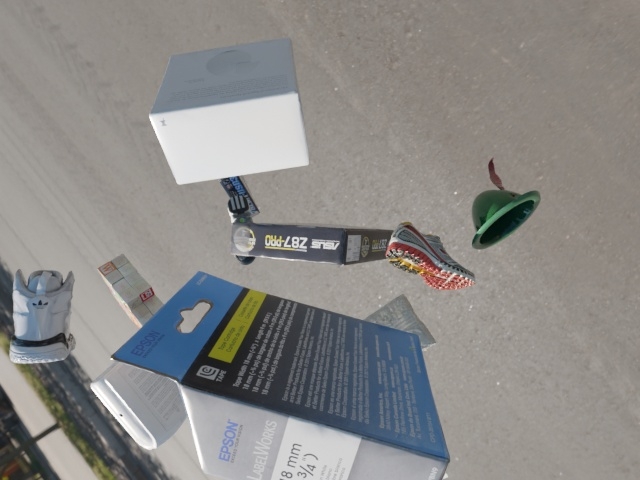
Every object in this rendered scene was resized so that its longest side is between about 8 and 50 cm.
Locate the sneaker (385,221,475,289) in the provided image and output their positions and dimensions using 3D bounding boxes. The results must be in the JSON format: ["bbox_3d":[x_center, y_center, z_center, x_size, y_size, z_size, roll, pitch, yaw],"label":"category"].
[{"bbox_3d":[0.239,0.034,0.906,0.225,0.093,0.088,30,149,-25],"label":"sneaker"}]

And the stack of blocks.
[{"bbox_3d":[-0.554,0.200,1.365,0.297,0.087,0.171,40,149,24],"label":"stack of blocks"}]

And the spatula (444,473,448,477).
[{"bbox_3d":[0.198,0.528,0.944,0.168,0.019,0.242,-20,135,10],"label":"spatula"}]

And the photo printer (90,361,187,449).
[{"bbox_3d":[-0.562,0.502,1.454,0.107,0.256,0.308,-27,104,27],"label":"photo printer"}]

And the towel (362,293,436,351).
[{"bbox_3d":[0.196,0.319,1.377,0.187,0.282,0.049,57,180,19],"label":"towel"}]

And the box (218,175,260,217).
[{"bbox_3d":[-0.325,-0.258,1.489,0.293,0.073,0.295,62,179,36],"label":"box"}]

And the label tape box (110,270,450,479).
[{"bbox_3d":[-0.039,0.168,0.534,0.333,0.241,0.106,16,107,1],"label":"label tape box"}]

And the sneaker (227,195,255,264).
[{"bbox_3d":[-0.232,-0.015,1.360,0.132,0.086,0.229,98,162,-65],"label":"sneaker"}]

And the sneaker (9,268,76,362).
[{"bbox_3d":[-0.686,0.181,1.105,0.366,0.137,0.210,-11,76,61],"label":"sneaker"}]

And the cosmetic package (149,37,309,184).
[{"bbox_3d":[-0.144,-0.227,0.758,0.224,0.225,0.138,-8,133,1],"label":"cosmetic package"}]

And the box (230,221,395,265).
[{"bbox_3d":[0.000,0.000,1.204,0.318,0.395,0.097,7,94,26],"label":"box"}]

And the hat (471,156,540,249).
[{"bbox_3d":[0.353,-0.100,0.968,0.173,0.208,0.184,-42,61,16],"label":"hat"}]
